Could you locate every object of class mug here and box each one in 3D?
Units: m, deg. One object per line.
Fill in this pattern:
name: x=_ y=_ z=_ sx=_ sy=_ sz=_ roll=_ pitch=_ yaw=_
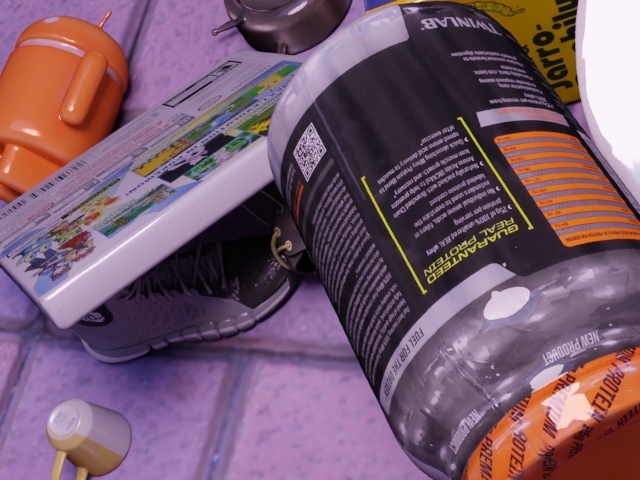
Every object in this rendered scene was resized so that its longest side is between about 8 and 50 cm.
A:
mug: x=-0.210 y=0.177 z=1.021 sx=0.062 sy=0.064 sz=0.078 roll=-24 pitch=56 yaw=11

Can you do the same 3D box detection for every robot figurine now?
robot figurine: x=-0.277 y=-0.139 z=1.192 sx=0.128 sy=0.158 sz=0.219 roll=14 pitch=69 yaw=7

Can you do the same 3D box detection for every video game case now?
video game case: x=-0.136 y=-0.064 z=1.015 sx=0.329 sy=0.036 sz=0.300 roll=-36 pitch=24 yaw=-15

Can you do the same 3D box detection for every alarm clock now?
alarm clock: x=-0.025 y=-0.275 z=1.191 sx=0.129 sy=0.064 sz=0.192 roll=29 pitch=75 yaw=35

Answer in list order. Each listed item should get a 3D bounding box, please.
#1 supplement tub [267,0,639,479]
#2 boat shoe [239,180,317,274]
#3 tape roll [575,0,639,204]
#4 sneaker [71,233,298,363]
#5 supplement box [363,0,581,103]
supplement tub: x=0.108 y=0.016 z=0.753 sx=0.207 sy=0.207 sz=0.338 roll=-31 pitch=51 yaw=7
boat shoe: x=0.000 y=0.000 z=0.984 sx=0.228 sy=0.081 sz=0.069 roll=31 pitch=70 yaw=20
tape roll: x=0.365 y=-0.134 z=0.741 sx=0.392 sy=0.072 sz=0.392 roll=-2 pitch=86 yaw=22
sneaker: x=-0.139 y=0.037 z=1.023 sx=0.228 sy=0.132 sz=0.086 roll=-23 pitch=55 yaw=12
supplement box: x=0.224 y=-0.257 z=0.976 sx=0.356 sy=0.195 sz=0.194 roll=-17 pitch=57 yaw=17
